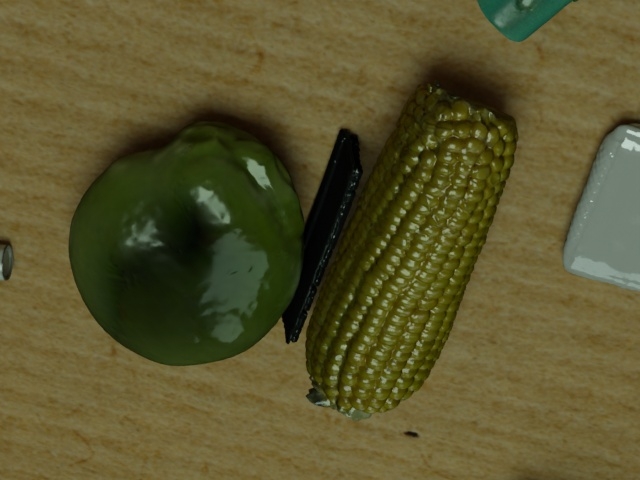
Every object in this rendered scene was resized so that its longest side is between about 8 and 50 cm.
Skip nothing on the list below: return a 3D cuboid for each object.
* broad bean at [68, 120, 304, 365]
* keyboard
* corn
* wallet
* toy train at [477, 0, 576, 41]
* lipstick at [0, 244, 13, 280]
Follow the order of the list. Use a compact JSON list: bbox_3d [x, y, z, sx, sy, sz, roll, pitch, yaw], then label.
[{"bbox_3d":[-0.133,0.005,1.870,0.238,0.119,0.291,18,125,-8],"label":"broad bean"},{"bbox_3d":[0.001,0.000,1.874,0.023,0.072,0.231,9,125,-17],"label":"keyboard"},{"bbox_3d":[0.089,0.014,1.832,0.144,0.144,0.387,20,120,-4],"label":"corn"},{"bbox_3d":[0.317,-0.031,1.827,0.124,0.032,0.183,15,122,-1],"label":"wallet"},{"bbox_3d":[0.234,-0.269,1.612,0.101,0.159,0.248,43,121,-12],"label":"toy train"},{"bbox_3d":[-0.400,0.020,1.968,0.141,0.040,0.040,3,123,7],"label":"lipstick"}]
